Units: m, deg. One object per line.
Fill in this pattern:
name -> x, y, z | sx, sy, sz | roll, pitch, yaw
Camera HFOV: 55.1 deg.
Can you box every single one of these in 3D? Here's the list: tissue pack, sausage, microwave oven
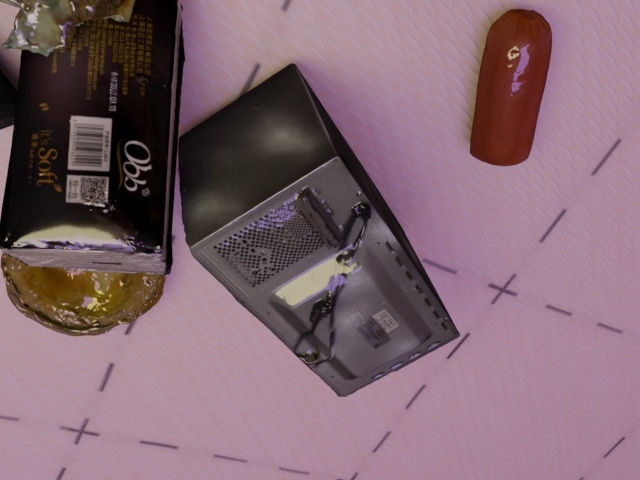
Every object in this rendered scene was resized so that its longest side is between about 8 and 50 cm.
tissue pack -> -0.292, -0.138, 0.829 | 0.210, 0.198, 0.369 | 5, 77, -16
sausage -> 0.323, -0.257, 1.045 | 0.114, 0.113, 0.259 | -6, 125, -7
microwave oven -> 0.000, 0.000, 0.998 | 0.236, 0.374, 0.432 | -32, 128, 9

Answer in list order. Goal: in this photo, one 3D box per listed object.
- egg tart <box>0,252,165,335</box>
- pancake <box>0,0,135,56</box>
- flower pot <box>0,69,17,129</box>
egg tart -> -0.415, 0.048, 1.091 | 0.289, 0.118, 0.288 | -7, 125, -10
pancake -> -0.362, -0.415, 0.658 | 0.427, 0.067, 0.304 | 40, 89, -31
flower pot -> -0.550, -0.211, 0.835 | 0.269, 0.269, 0.166 | -19, 106, 1
